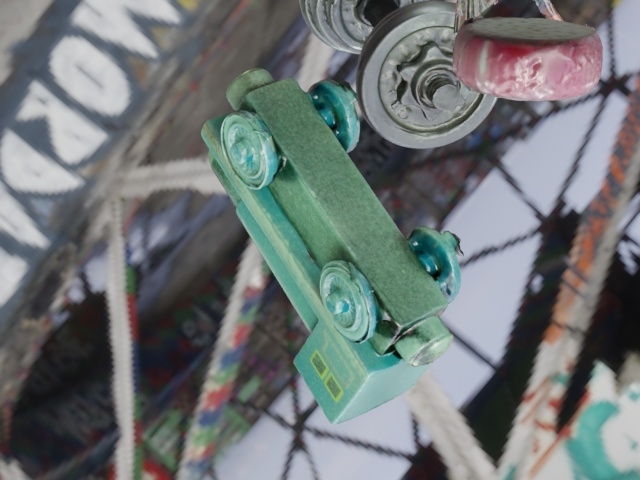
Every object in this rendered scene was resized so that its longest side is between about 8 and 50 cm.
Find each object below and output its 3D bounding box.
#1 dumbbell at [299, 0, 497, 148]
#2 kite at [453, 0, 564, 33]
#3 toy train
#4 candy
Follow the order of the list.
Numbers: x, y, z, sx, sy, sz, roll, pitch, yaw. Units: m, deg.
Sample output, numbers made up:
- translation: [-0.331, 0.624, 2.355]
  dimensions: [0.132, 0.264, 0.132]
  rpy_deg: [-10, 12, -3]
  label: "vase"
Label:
- translation: [0.091, -0.254, 1.806]
  dimensions: [0.179, 0.179, 0.406]
  rpy_deg: [-51, -151, 16]
  label: "dumbbell"
- translation: [0.191, -0.256, 1.402]
  dimensions: [0.183, 0.160, 0.010]
  rpy_deg: [-36, -166, -9]
  label: "kite"
- translation: [0.000, 0.000, 1.287]
  dimensions: [0.120, 0.298, 0.194]
  rpy_deg: [-22, 159, -29]
  label: "toy train"
- translation: [0.141, -0.126, 1.017]
  dimensions: [0.103, 0.103, 0.043]
  rpy_deg: [-42, 137, -61]
  label: "candy"
